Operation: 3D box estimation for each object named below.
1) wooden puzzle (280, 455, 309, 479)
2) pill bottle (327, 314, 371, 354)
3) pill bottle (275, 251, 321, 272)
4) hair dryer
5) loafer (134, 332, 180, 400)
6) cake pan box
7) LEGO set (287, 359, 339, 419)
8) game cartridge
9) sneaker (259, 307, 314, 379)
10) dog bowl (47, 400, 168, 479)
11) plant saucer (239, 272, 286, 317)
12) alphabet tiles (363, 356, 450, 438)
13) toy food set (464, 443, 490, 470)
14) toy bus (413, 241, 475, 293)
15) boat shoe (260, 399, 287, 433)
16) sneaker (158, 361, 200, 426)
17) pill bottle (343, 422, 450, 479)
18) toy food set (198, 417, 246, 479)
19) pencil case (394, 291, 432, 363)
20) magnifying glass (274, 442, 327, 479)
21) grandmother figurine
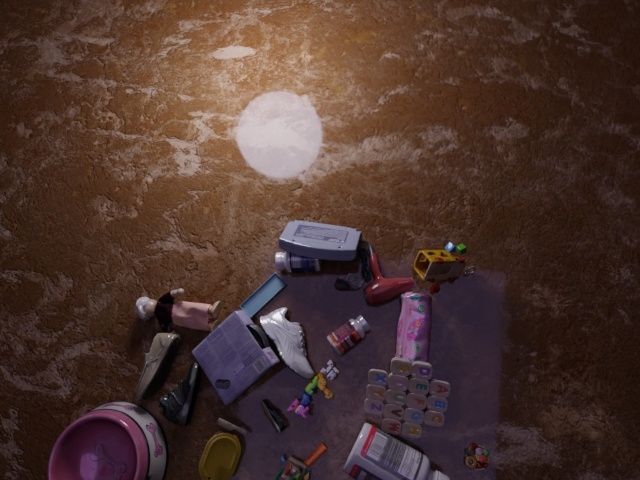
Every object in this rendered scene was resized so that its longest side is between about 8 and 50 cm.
[{"bbox_3d":[-0.091,0.799,1.646,0.116,0.014,0.079,16,77,12],"label":"wooden puzzle"},{"bbox_3d":[0.106,0.343,1.739,0.152,0.086,0.086,-37,73,-4],"label":"pill bottle"},{"bbox_3d":[-0.085,0.076,1.834,0.169,0.094,0.094,-3,74,6],"label":"pill bottle"},{"bbox_3d":[0.212,0.126,1.787,0.293,0.080,0.224,22,77,15],"label":"hair dryer"},{"bbox_3d":[-0.622,0.467,1.786,0.092,0.102,0.268,22,78,21],"label":"loafer"},{"bbox_3d":[-0.311,0.421,1.737,0.267,0.070,0.246,-44,75,13],"label":"cake pan box"},{"bbox_3d":[-0.006,0.547,1.698,0.093,0.087,0.227,40,76,12],"label":"LEGO set"},{"bbox_3d":[0.000,0.000,1.807,0.294,0.196,0.060,9,116,9],"label":"game cartridge"},{"bbox_3d":[-0.106,0.375,1.748,0.129,0.111,0.297,-34,74,-9],"label":"sneaker"},{"bbox_3d":[-0.764,0.786,1.683,0.408,0.150,0.408,-2,73,6],"label":"dog bowl"},{"bbox_3d":[-0.222,0.214,1.851,0.192,0.018,0.067,-43,74,-7],"label":"plant saucer"},{"bbox_3d":[0.293,0.541,1.626,0.278,0.021,0.284,9,103,9],"label":"alphabet tiles"},{"bbox_3d":[0.532,0.734,1.611,0.083,0.020,0.083,9,75,9],"label":"toy food set"},{"bbox_3d":[0.448,0.084,1.761,0.191,0.202,0.104,-36,43,3],"label":"toy bus"},{"bbox_3d":[-0.171,0.628,1.715,0.042,0.049,0.133,-27,63,-30],"label":"boat shoe"},{"bbox_3d":[-0.521,0.555,1.752,0.130,0.087,0.228,14,81,4],"label":"sneaker"},{"bbox_3d":[0.249,0.754,1.557,0.318,0.176,0.176,26,79,13],"label":"pill bottle"},{"bbox_3d":[-0.352,0.749,1.693,0.128,0.071,0.218,24,79,-12],"label":"toy food set"},{"bbox_3d":[0.330,0.330,1.698,0.124,0.124,0.284,7,74,9],"label":"pencil case"},{"bbox_3d":[-0.068,0.802,1.663,0.231,0.026,0.092,-43,74,-4],"label":"magnifying glass"},{"bbox_3d":[-0.557,0.282,1.832,0.342,0.104,0.208,8,90,11],"label":"grandmother figurine"}]
